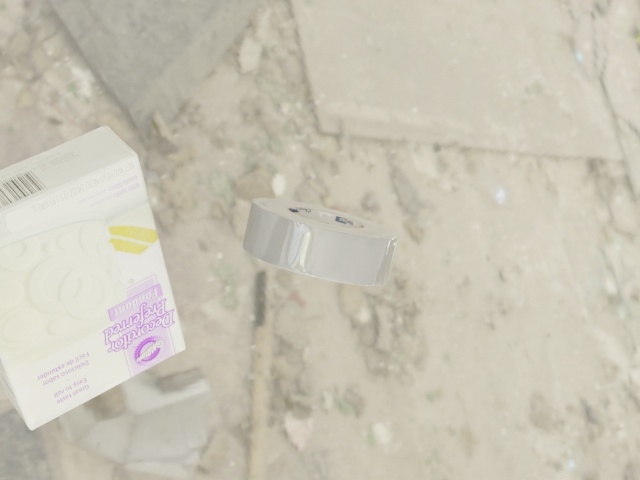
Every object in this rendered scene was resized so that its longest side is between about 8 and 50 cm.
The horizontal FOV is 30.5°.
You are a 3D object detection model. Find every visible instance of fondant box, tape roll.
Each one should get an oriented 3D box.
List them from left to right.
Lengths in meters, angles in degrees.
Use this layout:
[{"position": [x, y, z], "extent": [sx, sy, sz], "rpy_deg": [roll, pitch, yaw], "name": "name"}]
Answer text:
[{"position": [-0.321, 0.050, 1.493], "extent": [0.238, 0.096, 0.330], "rpy_deg": [-27, 133, -23], "name": "fondant box"}, {"position": [0.000, 0.000, 1.685], "extent": [0.219, 0.219, 0.072], "rpy_deg": [4, 103, -50], "name": "tape roll"}]
